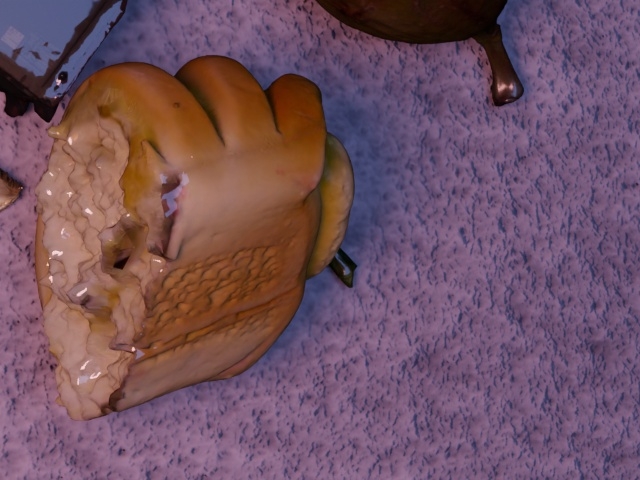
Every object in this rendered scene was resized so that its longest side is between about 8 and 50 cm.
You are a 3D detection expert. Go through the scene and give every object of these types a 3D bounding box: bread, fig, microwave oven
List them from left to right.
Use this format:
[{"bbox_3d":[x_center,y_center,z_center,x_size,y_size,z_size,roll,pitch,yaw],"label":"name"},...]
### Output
[{"bbox_3d":[-0.284,-0.242,1.462,0.247,0.188,0.178,38,80,-22],"label":"microwave oven"},{"bbox_3d":[-0.114,-0.024,1.487,0.270,0.315,0.211,-19,55,-37],"label":"bread"},{"bbox_3d":[0.108,-0.240,1.655,0.217,0.217,0.321,-52,135,-16],"label":"fig"}]

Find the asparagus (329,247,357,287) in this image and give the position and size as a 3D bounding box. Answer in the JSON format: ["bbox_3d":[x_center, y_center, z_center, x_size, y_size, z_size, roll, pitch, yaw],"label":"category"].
[{"bbox_3d":[-0.001,0.000,1.658,0.021,0.025,0.108,-44,105,-8],"label":"asparagus"}]

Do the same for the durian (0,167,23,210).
[{"bbox_3d":[-0.316,-0.038,1.510,0.130,0.052,0.066,-22,99,-23],"label":"durian"}]
